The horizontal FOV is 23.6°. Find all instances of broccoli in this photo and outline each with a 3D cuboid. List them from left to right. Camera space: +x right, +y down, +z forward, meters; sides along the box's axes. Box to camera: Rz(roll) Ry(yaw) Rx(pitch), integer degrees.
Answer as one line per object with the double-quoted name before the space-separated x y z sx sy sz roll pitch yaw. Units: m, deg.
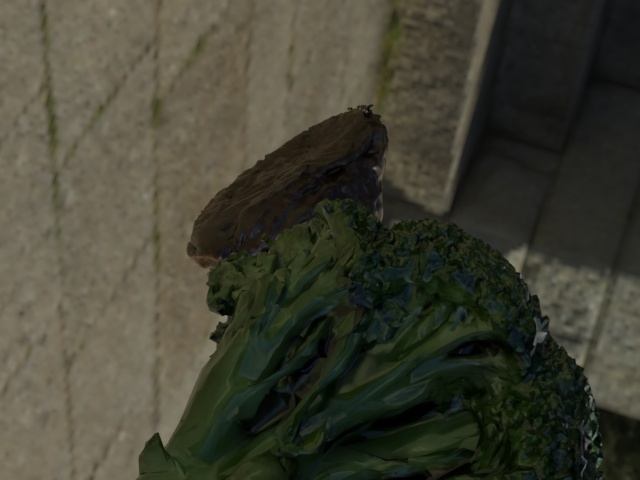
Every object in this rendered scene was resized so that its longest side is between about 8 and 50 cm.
"broccoli" 0.015 0.114 0.752 0.241 0.261 0.269 -19 114 -34

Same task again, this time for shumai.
"shumai" -0.003 0.001 1.559 0.218 0.185 0.184 -42 -159 -22
